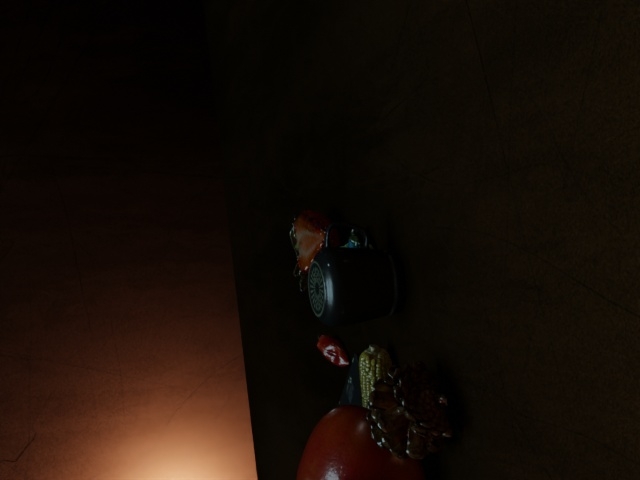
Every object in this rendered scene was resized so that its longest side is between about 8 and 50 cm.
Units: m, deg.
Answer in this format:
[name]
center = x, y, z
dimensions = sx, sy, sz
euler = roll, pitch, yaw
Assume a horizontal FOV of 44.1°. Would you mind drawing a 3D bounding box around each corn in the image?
[corn]
center = 0.129, 0.348, 1.756
dimensions = 0.080, 0.080, 0.238
euler = -164, 66, -73

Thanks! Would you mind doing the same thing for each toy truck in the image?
[toy truck]
center = 0.074, 0.050, 1.837
dimensions = 0.080, 0.078, 0.154
euler = -112, 22, -48

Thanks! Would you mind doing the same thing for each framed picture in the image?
[framed picture]
center = 0.116, 0.489, 1.969
dimensions = 0.255, 0.014, 0.338
euler = 102, 156, -45

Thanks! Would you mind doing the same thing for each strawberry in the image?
[strawberry]
center = -0.001, -0.016, 2.046
dimensions = 0.228, 0.098, 0.174
euler = 124, 136, -61

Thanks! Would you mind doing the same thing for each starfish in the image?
[starfish]
center = -0.041, 0.070, 2.216
dimensions = 0.216, 0.050, 0.223
euler = 61, -167, -16

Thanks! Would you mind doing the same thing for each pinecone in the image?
[pinecone]
center = 0.165, 0.326, 1.494
dimensions = 0.195, 0.150, 0.179
euler = 91, 169, -56

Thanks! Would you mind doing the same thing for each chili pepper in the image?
[chili pepper]
center = 0.030, 0.295, 2.126
dimensions = 0.191, 0.050, 0.059
euler = 34, 112, 60

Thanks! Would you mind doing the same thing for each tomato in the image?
[tomato]
center = 0.076, 0.499, 1.636
dimensions = 0.299, 0.226, 0.298
euler = 28, 138, 28

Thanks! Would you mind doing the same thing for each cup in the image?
[cup]
center = 0.071, 0.069, 1.676
dimensions = 0.169, 0.177, 0.222
euler = 179, 89, -76
